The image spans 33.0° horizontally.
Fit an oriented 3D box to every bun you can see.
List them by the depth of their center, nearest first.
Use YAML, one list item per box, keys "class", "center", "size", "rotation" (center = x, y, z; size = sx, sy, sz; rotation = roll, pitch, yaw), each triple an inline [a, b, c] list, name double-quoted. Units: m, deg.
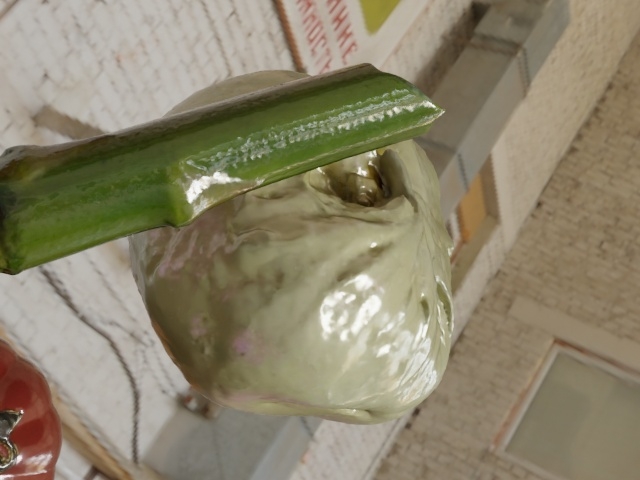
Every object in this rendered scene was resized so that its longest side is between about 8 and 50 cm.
- class: "bun"
  center: [0.000, 0.000, 0.970]
  size: [0.361, 0.361, 0.213]
  rotation: [42, -50, -17]

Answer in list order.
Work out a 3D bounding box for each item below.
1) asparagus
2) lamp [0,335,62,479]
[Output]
- class: "asparagus"
  center: [-0.061, -0.051, 0.617]
  size: [0.067, 0.277, 0.060]
  rotation: [47, -30, 44]
- class: "lamp"
  center: [-0.349, 0.187, 0.979]
  size: [0.227, 0.227, 0.227]
  rotation: [29, -24, 14]
